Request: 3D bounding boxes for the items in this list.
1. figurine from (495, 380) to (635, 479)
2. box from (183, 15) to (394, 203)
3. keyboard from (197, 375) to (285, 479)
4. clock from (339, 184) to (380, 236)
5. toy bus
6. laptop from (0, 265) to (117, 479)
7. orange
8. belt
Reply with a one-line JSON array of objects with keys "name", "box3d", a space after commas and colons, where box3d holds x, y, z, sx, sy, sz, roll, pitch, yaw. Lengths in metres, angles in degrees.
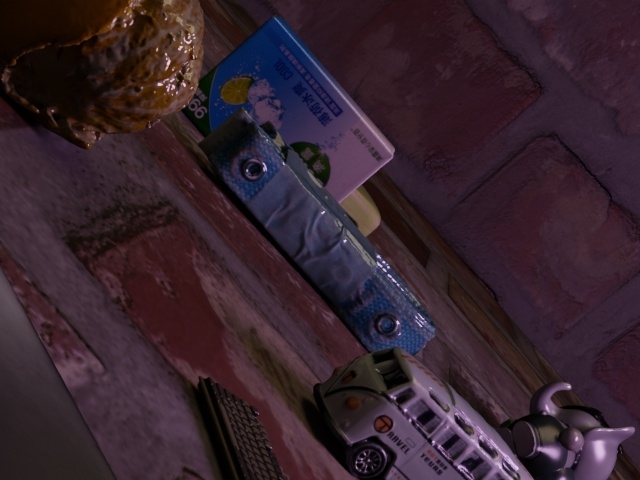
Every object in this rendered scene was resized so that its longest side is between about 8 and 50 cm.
[{"name": "figurine", "box3d": [0.277, 0.235, 1.664, 0.192, 0.147, 0.126, 16, 49, -42]}, {"name": "box", "box3d": [-0.035, -0.121, 1.538, 0.194, 0.139, 0.073, 49, 9, -4]}, {"name": "keyboard", "box3d": [-0.039, 0.124, 0.813, 0.049, 0.015, 0.129, 44, 9, -32]}, {"name": "clock", "box3d": [-0.031, -0.099, 1.725, 0.232, 0.069, 0.170, 41, 12, -41]}, {"name": "toy bus", "box3d": [0.082, 0.156, 1.065, 0.194, 0.089, 0.087, 45, 9, -22]}, {"name": "laptop", "box3d": [-0.158, 0.033, 0.583, 0.269, 0.015, 0.187, 54, 9, 32]}, {"name": "orange", "box3d": [-0.151, -0.135, 0.973, 0.156, 0.134, 0.156, 25, -37, 20]}, {"name": "belt", "box3d": [0.000, 0.000, 1.425, 0.302, 0.072, 0.087, 50, 12, -13]}]
